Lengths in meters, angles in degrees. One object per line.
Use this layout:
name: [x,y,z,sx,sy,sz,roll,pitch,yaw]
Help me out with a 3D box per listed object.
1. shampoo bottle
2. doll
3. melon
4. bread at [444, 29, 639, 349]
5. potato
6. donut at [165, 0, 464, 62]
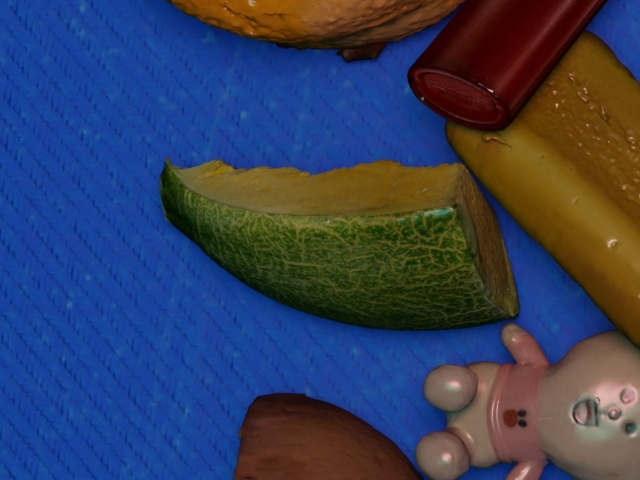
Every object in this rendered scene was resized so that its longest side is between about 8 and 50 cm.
shampoo bottle: [0.183,-0.203,1.548,0.102,0.064,0.260,20,58,33]
doll: [0.214,0.141,1.566,0.275,0.113,0.154,-5,84,3]
melon: [0.000,0.000,1.597,0.324,0.196,0.124,3,62,22]
bread: [0.264,-0.014,1.527,0.166,0.112,0.383,-35,64,-15]
potato: [0.031,0.252,1.544,0.190,0.211,0.264,-5,82,12]
donut: [-0.005,-0.354,1.551,0.377,0.163,0.435,46,113,10]
